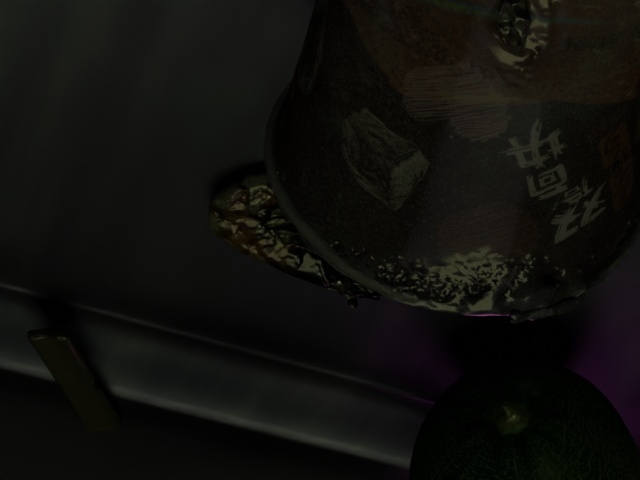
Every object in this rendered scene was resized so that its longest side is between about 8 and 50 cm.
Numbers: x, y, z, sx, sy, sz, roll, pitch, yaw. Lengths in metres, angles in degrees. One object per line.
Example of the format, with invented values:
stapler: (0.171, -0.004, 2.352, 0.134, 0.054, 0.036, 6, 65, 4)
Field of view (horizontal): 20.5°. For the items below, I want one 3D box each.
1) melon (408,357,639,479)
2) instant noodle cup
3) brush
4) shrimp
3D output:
melon: (0.156, 0.191, 1.335, 0.182, 0.182, 0.288, -4, 147, 5)
instant noodle cup: (0.088, -0.105, 0.898, 0.217, 0.217, 0.207, 4, 137, -7)
brush: (-0.184, 0.101, 1.341, 0.034, 0.028, 0.190, -1, 153, 7)
shrimp: (0.000, 0.000, 1.187, 0.161, 0.034, 0.091, 30, 134, -35)
